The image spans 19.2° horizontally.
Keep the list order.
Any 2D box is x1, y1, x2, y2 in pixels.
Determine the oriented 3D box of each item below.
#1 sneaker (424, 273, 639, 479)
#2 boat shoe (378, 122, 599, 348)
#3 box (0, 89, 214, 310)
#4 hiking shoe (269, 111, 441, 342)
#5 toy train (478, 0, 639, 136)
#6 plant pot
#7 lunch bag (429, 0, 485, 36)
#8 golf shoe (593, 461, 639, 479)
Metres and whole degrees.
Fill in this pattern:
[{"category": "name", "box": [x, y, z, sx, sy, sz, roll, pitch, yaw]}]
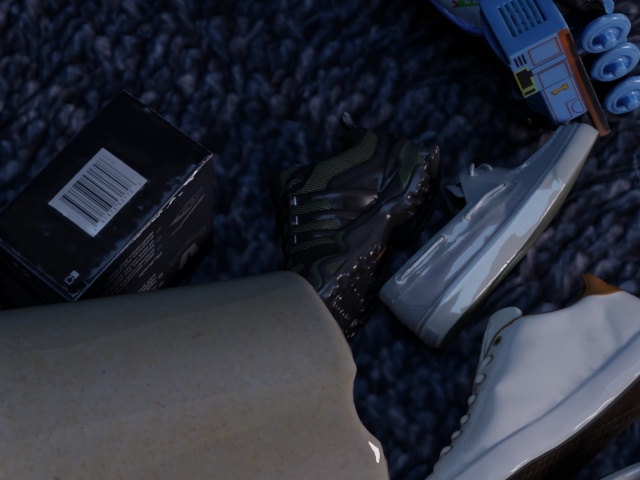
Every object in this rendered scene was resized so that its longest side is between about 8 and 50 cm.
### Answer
[{"category": "sneaker", "box": [0.137, 0.131, 1.401, 0.290, 0.106, 0.123, -36, 60, -26]}, {"category": "boat shoe", "box": [0.131, -0.021, 1.479, 0.081, 0.079, 0.227, 37, 71, 11]}, {"category": "box", "box": [-0.162, -0.001, 1.414, 0.093, 0.158, 0.156, 36, 67, 14]}, {"category": "hiking shoe", "box": [0.000, 0.000, 1.474, 0.114, 0.086, 0.227, 24, 58, 25]}, {"category": "toy train", "box": [0.195, -0.146, 1.495, 0.105, 0.184, 0.080, -25, 59, 7]}, {"category": "plant pot", "box": [-0.130, 0.163, 1.252, 0.305, 0.334, 0.334, -15, 65, -16]}, {"category": "lunch bag", "box": [0.137, -0.323, 1.545, 0.303, 0.243, 0.115, 48, 27, 21]}, {"category": "golf shoe", "box": [0.296, 0.191, 1.358, 0.272, 0.120, 0.105, -15, 63, -11]}]
